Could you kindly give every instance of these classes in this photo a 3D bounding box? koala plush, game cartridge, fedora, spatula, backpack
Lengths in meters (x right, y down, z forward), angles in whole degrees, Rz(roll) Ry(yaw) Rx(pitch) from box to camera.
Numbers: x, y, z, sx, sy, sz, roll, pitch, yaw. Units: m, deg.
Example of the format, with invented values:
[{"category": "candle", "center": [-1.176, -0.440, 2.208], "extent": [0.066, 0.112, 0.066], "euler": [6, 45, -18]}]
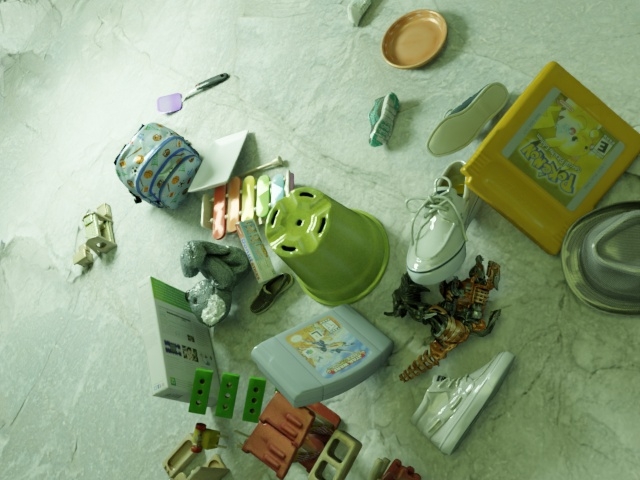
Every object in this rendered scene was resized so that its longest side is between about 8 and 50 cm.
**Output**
[{"category": "koala plush", "center": [-0.292, 0.132, 1.598], "extent": [0.203, 0.196, 0.221], "euler": [8, 74, -15]}, {"category": "game cartridge", "center": [0.508, -0.178, 1.274], "extent": [0.285, 0.052, 0.324], "euler": [39, 90, -3]}, {"category": "fedora", "center": [0.628, 0.022, 1.152], "extent": [0.275, 0.124, 0.244], "euler": [-3, 74, 19]}, {"category": "spatula", "center": [-0.455, -0.527, 2.057], "extent": [0.296, 0.030, 0.084], "euler": [-20, 62, 19]}, {"category": "backpack", "center": [-0.507, -0.232, 1.819], "extent": [0.213, 0.263, 0.277], "euler": [28, 84, 18]}, {"category": "game cartridge", "center": [0.018, 0.259, 1.332], "extent": [0.297, 0.062, 0.198], "euler": [-21, 38, -34]}]

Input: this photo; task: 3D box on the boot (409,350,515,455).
[{"category": "boot", "center": [0.297, 0.320, 1.242], "extent": [0.123, 0.095, 0.258], "euler": [35, 89, 28]}]

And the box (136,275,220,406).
[{"category": "box", "center": [-0.377, 0.272, 1.549], "extent": [0.058, 0.232, 0.322], "euler": [-27, 58, 15]}]

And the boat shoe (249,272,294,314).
[{"category": "boat shoe", "center": [-0.142, 0.140, 1.588], "extent": [0.152, 0.049, 0.056], "euler": [-45, 56, 5]}]

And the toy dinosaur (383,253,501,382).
[{"category": "toy dinosaur", "center": [0.271, 0.168, 1.301], "extent": [0.218, 0.164, 0.322], "euler": [33, 69, 20]}]

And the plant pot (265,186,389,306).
[{"category": "plant pot", "center": [0.000, 0.000, 1.447], "extent": [0.276, 0.254, 0.276], "euler": [-11, 65, 24]}]

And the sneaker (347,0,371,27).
[{"category": "sneaker", "center": [0.123, -0.739, 1.819], "extent": [0.061, 0.053, 0.152], "euler": [2, 70, 26]}]

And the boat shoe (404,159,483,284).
[{"category": "boat shoe", "center": [0.271, -0.068, 1.288], "extent": [0.135, 0.156, 0.367], "euler": [0, 38, 36]}]

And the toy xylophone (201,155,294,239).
[{"category": "toy xylophone", "center": [-0.209, -0.134, 1.723], "extent": [0.322, 0.081, 0.236], "euler": [-21, 60, 19]}]

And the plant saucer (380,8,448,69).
[{"category": "plant saucer", "center": [0.273, -0.576, 1.677], "extent": [0.200, 0.037, 0.200], "euler": [-11, 65, 25]}]

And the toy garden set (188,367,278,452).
[{"category": "toy garden set", "center": [-0.206, 0.437, 1.453], "extent": [0.244, 0.049, 0.204], "euler": [10, 88, -2]}]

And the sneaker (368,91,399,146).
[{"category": "sneaker", "center": [0.164, -0.335, 1.629], "extent": [0.076, 0.065, 0.167], "euler": [5, 68, 47]}]

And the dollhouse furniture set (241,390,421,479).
[{"category": "dollhouse furniture set", "center": [0.040, 0.488, 1.259], "extent": [0.374, 0.201, 0.152], "euler": [27, 83, 28]}]

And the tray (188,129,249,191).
[{"category": "tray", "center": [-0.308, -0.243, 1.804], "extent": [0.145, 0.030, 0.270], "euler": [-14, 40, 24]}]

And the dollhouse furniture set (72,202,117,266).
[{"category": "dollhouse furniture set", "center": [-0.806, -0.031, 1.992], "extent": [0.161, 0.101, 0.182], "euler": [-31, 58, 14]}]

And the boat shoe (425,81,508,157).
[{"category": "boat shoe", "center": [0.363, -0.303, 1.473], "extent": [0.095, 0.079, 0.254], "euler": [44, 88, -6]}]

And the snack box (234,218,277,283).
[{"category": "snack box", "center": [-0.178, 0.028, 1.604], "extent": [0.022, 0.064, 0.178], "euler": [-27, 84, 37]}]

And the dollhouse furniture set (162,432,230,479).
[{"category": "dollhouse furniture set", "center": [-0.349, 0.573, 1.470], "extent": [0.144, 0.123, 0.151], "euler": [-48, 55, 3]}]
